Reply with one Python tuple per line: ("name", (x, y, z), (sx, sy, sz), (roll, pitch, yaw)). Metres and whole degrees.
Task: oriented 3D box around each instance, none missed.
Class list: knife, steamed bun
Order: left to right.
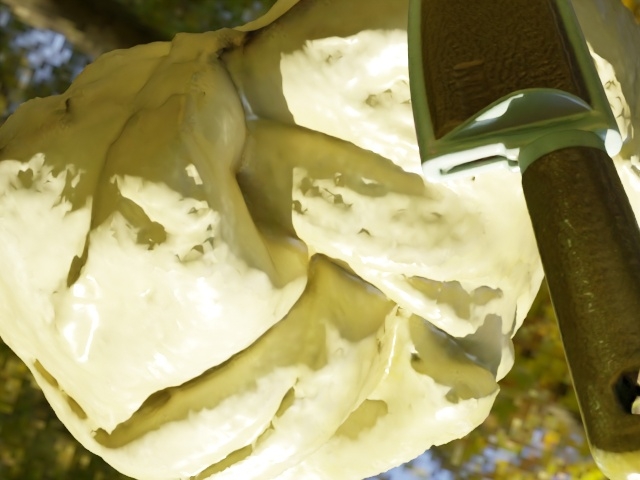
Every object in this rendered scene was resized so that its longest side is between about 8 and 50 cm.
("steamed bun", (-0.003, 0.002, 0.946), (0.325, 0.372, 0.230), (61, 9, -75))
("knife", (0.059, -0.036, 0.574), (0.343, 0.061, 0.027), (-93, 170, -59))
